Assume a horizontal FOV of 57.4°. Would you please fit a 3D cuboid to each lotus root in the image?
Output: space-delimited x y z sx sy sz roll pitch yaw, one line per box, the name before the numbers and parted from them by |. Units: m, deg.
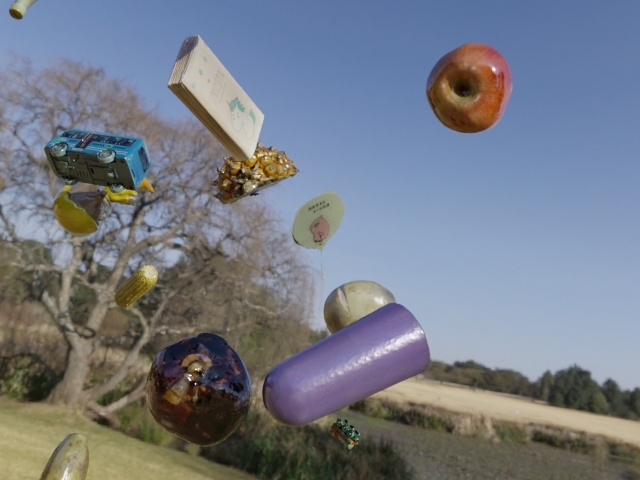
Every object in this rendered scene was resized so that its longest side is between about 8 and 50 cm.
lotus root | -0.538 0.524 1.180 0.110 0.258 0.097 -20 -39 33

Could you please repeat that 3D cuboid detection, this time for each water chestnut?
water chestnut | -0.385 0.479 1.821 0.336 0.335 0.346 16 -51 -23

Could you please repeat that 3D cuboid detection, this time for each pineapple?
pineapple | -0.270 -0.274 2.140 0.345 0.208 0.286 -22 2 8

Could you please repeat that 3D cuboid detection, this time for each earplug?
earplug | 0.056 0.343 1.567 0.456 0.215 0.215 -20 -2 -24

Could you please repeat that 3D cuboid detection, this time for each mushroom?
mushroom | 0.126 0.239 1.911 0.255 0.184 0.254 5 -53 7

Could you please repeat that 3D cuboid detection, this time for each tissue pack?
tissue pack | -0.273 -0.372 1.573 0.071 0.170 0.325 -4 -30 28

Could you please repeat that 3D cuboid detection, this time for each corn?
corn | -0.650 0.162 2.062 0.081 0.081 0.248 21 -39 -35

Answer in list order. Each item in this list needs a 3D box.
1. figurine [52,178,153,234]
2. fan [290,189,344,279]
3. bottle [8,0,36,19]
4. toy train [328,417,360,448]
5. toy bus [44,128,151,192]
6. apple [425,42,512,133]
figurine | -0.795 -0.159 2.121 0.215 0.344 0.187 47 -14 45
fan | 0.001 0.001 1.622 0.010 0.182 0.310 41 -32 39
bottle | -0.809 -0.718 1.648 0.083 0.269 0.083 5 -32 3
toy train | 0.075 0.593 1.792 0.044 0.064 0.103 28 4 -45
toy bus | -0.582 -0.215 1.534 0.247 0.134 0.113 10 -45 14
apple | 0.417 -0.410 1.607 0.242 0.241 0.241 1 9 30
